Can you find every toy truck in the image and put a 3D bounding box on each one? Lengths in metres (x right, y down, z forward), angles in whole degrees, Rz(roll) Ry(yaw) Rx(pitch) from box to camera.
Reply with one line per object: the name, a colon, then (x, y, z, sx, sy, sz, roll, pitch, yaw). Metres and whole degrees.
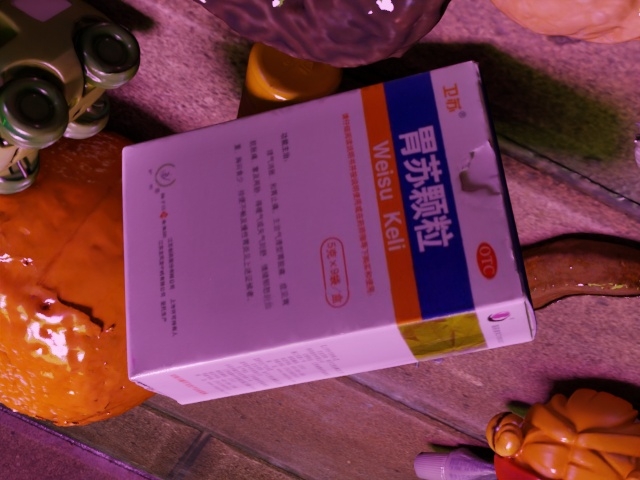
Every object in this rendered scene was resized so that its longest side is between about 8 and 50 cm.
toy truck: (-0.285, -0.152, 0.837, 0.210, 0.187, 0.148, 32, 148, -16)

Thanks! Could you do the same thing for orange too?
orange: (-0.273, 0.027, 1.039, 0.340, 0.293, 0.341, 22, 139, 20)

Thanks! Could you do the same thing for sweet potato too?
sweet potato: (0.229, 0.036, 0.909, 0.233, 0.062, 0.081, -12, 151, 44)

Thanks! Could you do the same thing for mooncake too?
mooncake: (-0.008, -0.213, 0.583, 0.228, 0.124, 0.228, 20, 153, 11)

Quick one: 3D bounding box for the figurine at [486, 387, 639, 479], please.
figurine: (0.331, 0.298, 1.141, 0.320, 0.196, 0.323, 12, 161, 34)

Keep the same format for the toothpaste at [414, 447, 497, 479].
toothpaste: (0.273, 0.351, 1.428, 0.282, 0.099, 0.068, -4, 98, 33)

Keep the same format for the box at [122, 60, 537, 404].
box: (0.000, 0.000, 0.743, 0.299, 0.200, 0.106, -13, 155, 12)

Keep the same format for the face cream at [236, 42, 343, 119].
face cream: (-0.045, -0.088, 0.880, 0.078, 0.078, 0.273, 24, 152, 0)

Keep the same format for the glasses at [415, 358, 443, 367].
glasses: (0.103, 0.125, 1.200, 0.103, 0.062, 0.140, 14, 161, -32)

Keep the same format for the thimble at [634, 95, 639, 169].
thimble: (0.277, -0.068, 0.679, 0.110, 0.062, 0.084, 28, 154, -8)

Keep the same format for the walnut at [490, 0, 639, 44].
walnut: (0.159, -0.185, 0.462, 0.165, 0.165, 0.197, 30, 153, -11)
